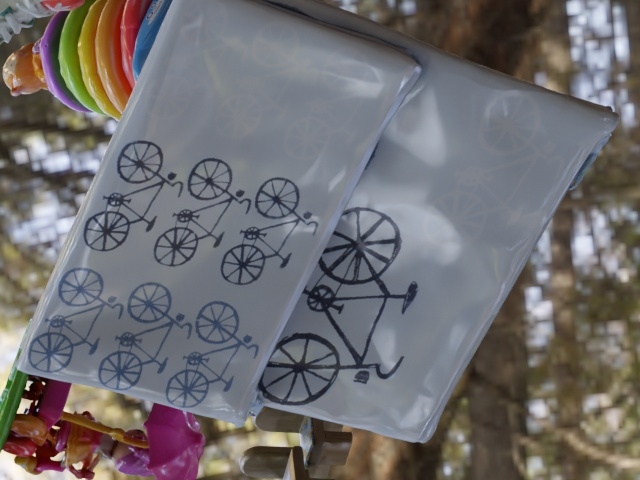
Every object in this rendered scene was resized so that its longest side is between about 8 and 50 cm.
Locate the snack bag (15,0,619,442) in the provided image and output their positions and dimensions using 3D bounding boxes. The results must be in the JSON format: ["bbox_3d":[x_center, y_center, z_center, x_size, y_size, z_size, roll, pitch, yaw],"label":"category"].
[{"bbox_3d":[0.000,0.000,1.140,0.342,0.323,0.037,17,-155,-24],"label":"snack bag"}]

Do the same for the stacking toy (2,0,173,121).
[{"bbox_3d":[-0.195,-0.174,1.538,0.302,0.166,0.175,1,-122,39],"label":"stacking toy"}]

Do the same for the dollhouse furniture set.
[{"bbox_3d":[-0.062,0.298,1.554,0.161,0.242,0.212,4,-137,-12],"label":"dollhouse furniture set"}]

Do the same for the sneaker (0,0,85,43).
[{"bbox_3d":[-0.187,-0.148,0.986,0.075,0.161,0.057,33,-175,12],"label":"sneaker"}]

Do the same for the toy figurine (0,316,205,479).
[{"bbox_3d":[-0.170,0.153,1.252,0.159,0.173,0.130,20,-122,-11],"label":"toy figurine"}]
